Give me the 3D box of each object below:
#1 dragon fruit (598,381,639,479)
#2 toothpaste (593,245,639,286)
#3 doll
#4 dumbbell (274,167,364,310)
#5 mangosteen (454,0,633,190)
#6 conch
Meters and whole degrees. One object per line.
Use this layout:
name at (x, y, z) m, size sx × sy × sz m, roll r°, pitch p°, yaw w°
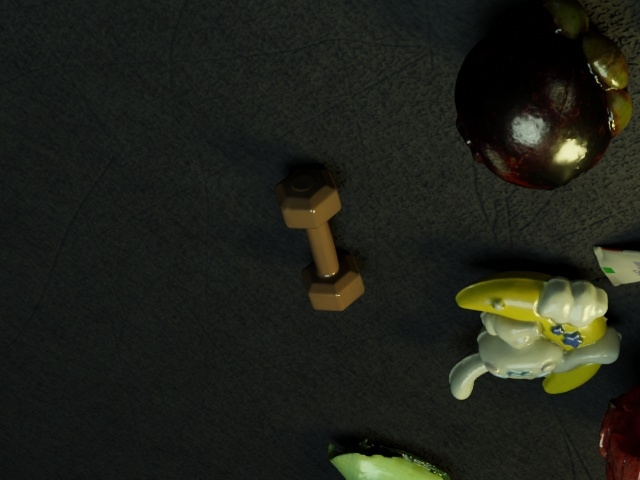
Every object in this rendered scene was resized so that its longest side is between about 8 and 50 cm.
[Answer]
dragon fruit at (0.533, 0.310, 1.901) m, size 0.295 × 0.296 × 0.301 m, roll -19°, pitch 140°, yaw 36°
toothpaste at (0.497, 0.020, 1.766) m, size 0.301 × 0.048 × 0.075 m, roll -8°, pitch 161°, yaw 38°
doll at (0.294, 0.139, 1.930) m, size 0.252 × 0.111 × 0.237 m, roll -3°, pitch 137°, yaw 12°
dumbbell at (0.000, 0.000, 1.907) m, size 0.082 × 0.092 × 0.231 m, roll -19°, pitch 134°, yaw -2°
mangosteen at (0.251, -0.158, 1.553) m, size 0.210 × 0.210 × 0.210 m, roll 11°, pitch 139°, yaw 9°
conch at (0.141, 0.421, 2.322) m, size 0.250 × 0.137 × 0.143 m, roll 59°, pitch 156°, yaw -14°
